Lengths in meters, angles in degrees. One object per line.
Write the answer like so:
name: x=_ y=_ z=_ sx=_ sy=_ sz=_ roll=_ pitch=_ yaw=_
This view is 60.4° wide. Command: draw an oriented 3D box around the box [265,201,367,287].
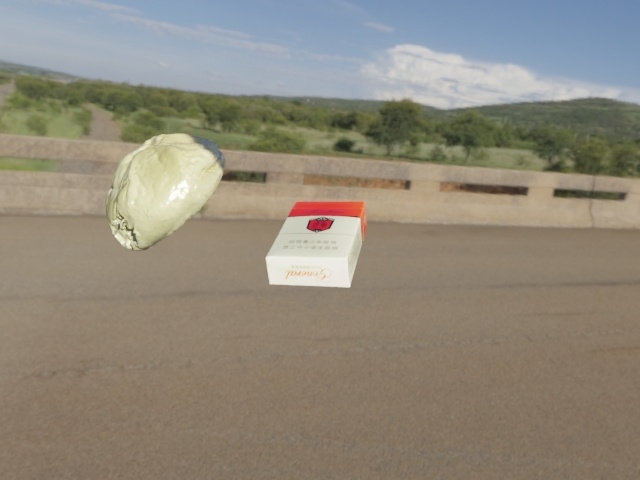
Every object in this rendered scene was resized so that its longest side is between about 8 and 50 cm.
box: x=0.000 y=0.000 z=0.697 sx=0.100 sy=0.048 sz=0.152 roll=3 pitch=28 yaw=12

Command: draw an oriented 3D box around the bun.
bun: x=-0.253 y=-0.091 z=0.874 sx=0.134 sy=0.220 sz=0.220 roll=50 pitch=-1 yaw=-19
